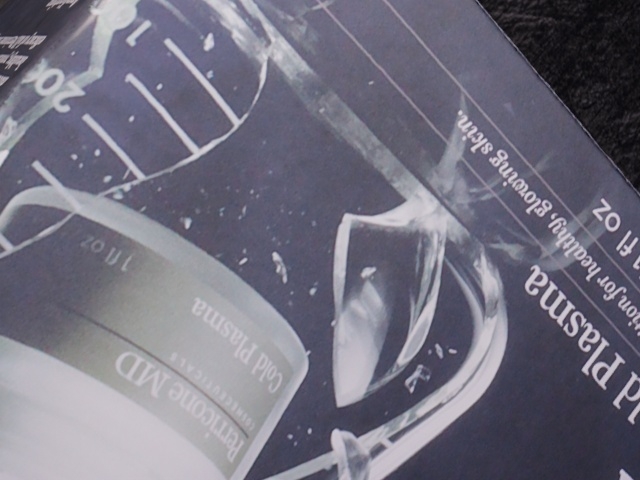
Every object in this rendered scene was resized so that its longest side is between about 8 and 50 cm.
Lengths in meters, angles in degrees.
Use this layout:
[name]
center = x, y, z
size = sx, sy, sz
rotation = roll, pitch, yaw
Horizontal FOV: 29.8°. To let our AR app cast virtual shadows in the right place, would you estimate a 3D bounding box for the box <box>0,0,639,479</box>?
[box]
center = -0.062, 0.075, 0.771
size = 0.480, 0.297, 0.471
rotation = 44, 81, -24
